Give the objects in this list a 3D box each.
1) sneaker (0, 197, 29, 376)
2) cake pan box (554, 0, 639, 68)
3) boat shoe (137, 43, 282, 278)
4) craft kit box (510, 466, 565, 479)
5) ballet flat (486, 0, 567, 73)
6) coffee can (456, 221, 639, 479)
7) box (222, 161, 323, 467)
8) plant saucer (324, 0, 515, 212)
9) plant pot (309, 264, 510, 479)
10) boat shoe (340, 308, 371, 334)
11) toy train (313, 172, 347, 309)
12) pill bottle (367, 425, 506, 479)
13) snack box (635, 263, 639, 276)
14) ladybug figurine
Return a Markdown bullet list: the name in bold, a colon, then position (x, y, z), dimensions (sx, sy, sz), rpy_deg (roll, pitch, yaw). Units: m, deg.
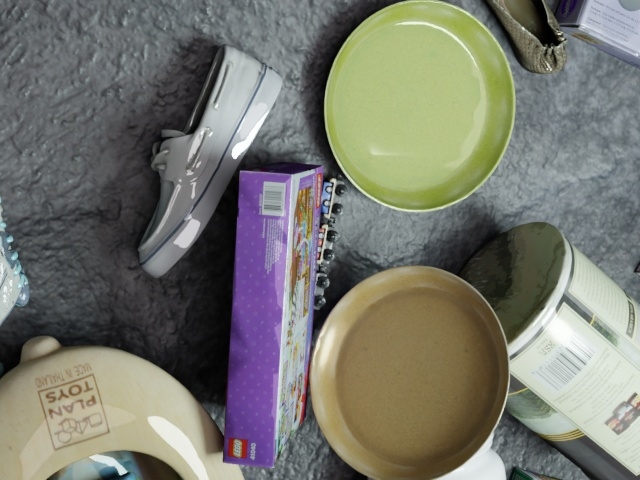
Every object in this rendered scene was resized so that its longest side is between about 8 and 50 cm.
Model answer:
- **sneaker**: position (-0.352, 0.017, 1.174), dimensions (0.122, 0.110, 0.282), rpy_deg (7, 99, -40)
- **cake pan box**: position (0.441, -0.326, 1.440), dimensions (0.267, 0.070, 0.245), rpy_deg (18, 93, -23)
- **boat shoe**: position (-0.137, -0.086, 1.242), dimensions (0.084, 0.095, 0.258), rpy_deg (32, 75, -19)
- **craft kit box**: position (0.320, 0.441, 1.519), dimensions (0.247, 0.061, 0.249), rpy_deg (18, 92, -26)
- **ballet flat**: position (0.214, -0.296, 1.358), dimensions (0.084, 0.058, 0.250), rpy_deg (-40, 110, -12)
- **coffee can**: position (0.297, 0.137, 1.381), dimensions (0.275, 0.201, 0.201), rpy_deg (39, 83, -22)
- **box**: position (-0.047, 0.068, 1.234), dimensions (0.057, 0.201, 0.293), rpy_deg (5, 96, 9)
- **plant saucer**: position (0.110, -0.154, 1.350), dimensions (0.241, 0.037, 0.240), rpy_deg (-4, 100, -21)
- **plant pot**: position (0.098, 0.145, 1.279), dimensions (0.032, 0.236, 0.236), rpy_deg (23, 89, -59)
- **boat shoe**: position (0.087, 0.079, 1.374), dimensions (0.135, 0.050, 0.045), rpy_deg (-26, 110, -6)
- **toy train**: position (0.000, 0.000, 1.337), dimensions (0.036, 0.027, 0.158), rpy_deg (10, 95, -10)
- **pill bottle**: position (0.139, 0.329, 1.370), dimensions (0.161, 0.161, 0.283), rpy_deg (-11, 102, -20)
- **snack box**: position (0.492, 0.062, 1.543), dimensions (0.178, 0.022, 0.064), rpy_deg (34, 83, -23)
- **ladybug figurine**: position (-0.227, 0.302, 1.219), dimensions (0.305, 0.162, 0.449), rpy_deg (-16, 104, -19)
